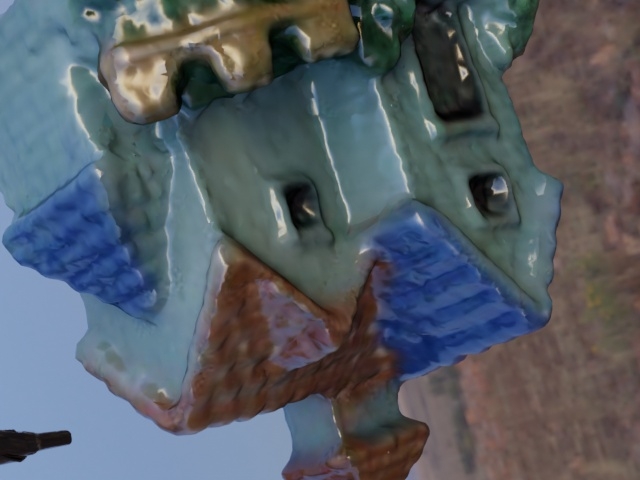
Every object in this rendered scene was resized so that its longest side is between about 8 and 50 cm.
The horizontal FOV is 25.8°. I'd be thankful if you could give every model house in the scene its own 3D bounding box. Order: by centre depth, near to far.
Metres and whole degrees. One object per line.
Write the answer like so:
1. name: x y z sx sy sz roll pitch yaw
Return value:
1. model house: 0.000 0.000 0.364 0.148 0.119 0.149 -12 -98 -47

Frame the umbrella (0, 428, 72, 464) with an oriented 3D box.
1. umbrella: -0.167 0.089 0.490 0.044 0.044 0.269 55 -160 20
